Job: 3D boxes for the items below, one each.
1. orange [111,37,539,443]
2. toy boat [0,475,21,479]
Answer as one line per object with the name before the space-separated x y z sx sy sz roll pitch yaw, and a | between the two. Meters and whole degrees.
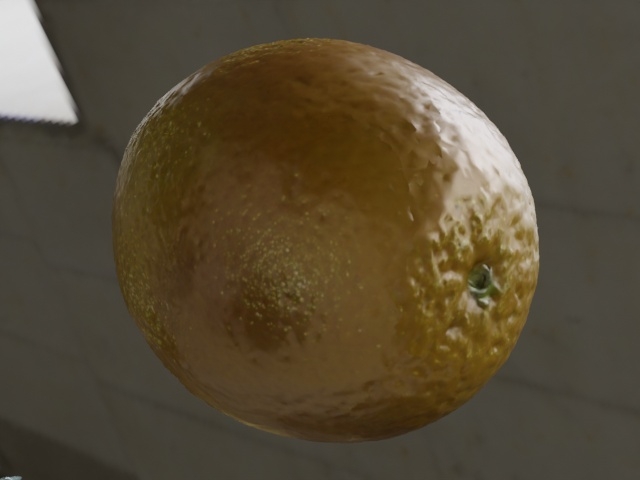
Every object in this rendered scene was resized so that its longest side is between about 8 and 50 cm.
orange | 0.000 0.000 0.897 0.236 0.236 0.236 37 -35 33
toy boat | -0.181 0.144 0.658 0.199 0.290 0.100 -7 -101 23
